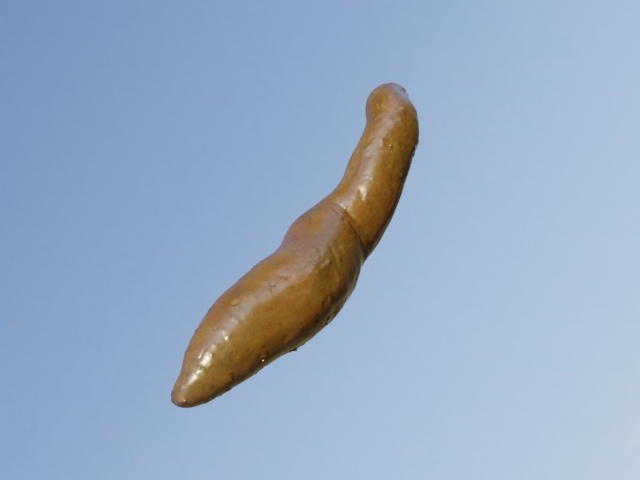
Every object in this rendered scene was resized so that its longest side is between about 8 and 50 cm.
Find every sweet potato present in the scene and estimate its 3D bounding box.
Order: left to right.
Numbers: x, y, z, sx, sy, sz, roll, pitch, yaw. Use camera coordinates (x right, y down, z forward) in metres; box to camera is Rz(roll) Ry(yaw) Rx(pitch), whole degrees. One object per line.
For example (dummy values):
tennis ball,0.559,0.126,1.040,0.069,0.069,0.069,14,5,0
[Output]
sweet potato,0.000,0.003,0.655,0.179,0.044,0.044,-52,-19,-36
